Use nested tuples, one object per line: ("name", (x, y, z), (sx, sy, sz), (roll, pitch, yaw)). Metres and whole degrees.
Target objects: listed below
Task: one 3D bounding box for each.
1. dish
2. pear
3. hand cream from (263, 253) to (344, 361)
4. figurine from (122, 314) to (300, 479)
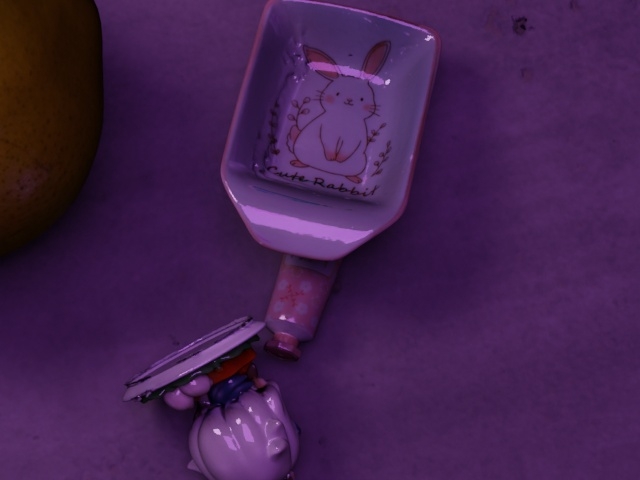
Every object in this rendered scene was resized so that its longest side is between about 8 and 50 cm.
("dish", (0.004, -0.083, 1.372), (0.154, 0.064, 0.234), (13, 61, 1))
("pear", (-0.306, -0.113, 1.277), (0.294, 0.294, 0.294), (1, 75, -3))
("hand cream", (0.000, 0.000, 1.384), (0.067, 0.043, 0.209), (16, 69, 4))
("figurine", (-0.070, 0.153, 1.309), (0.132, 0.132, 0.153), (-29, 93, -10))
